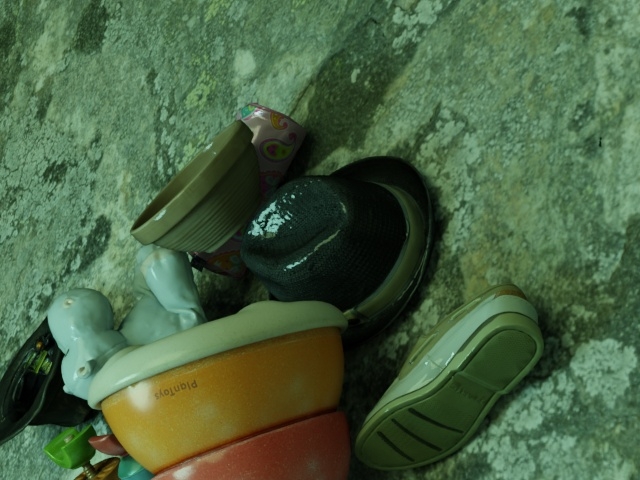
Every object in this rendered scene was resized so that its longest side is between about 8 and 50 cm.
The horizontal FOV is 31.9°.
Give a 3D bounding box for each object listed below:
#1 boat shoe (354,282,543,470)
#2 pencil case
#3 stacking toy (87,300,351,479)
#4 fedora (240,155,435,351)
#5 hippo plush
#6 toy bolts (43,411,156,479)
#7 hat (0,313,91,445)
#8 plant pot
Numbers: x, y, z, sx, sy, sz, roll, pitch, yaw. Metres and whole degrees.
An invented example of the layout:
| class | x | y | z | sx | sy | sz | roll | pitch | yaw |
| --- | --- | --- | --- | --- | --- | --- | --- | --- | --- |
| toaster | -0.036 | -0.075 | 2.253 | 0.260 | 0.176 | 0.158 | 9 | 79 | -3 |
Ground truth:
| class | x | y | z | sx | sy | sz | roll | pitch | yaw |
| --- | --- | --- | --- | --- | --- | --- | --- | --- | --- |
| boat shoe | 0.157 | 0.173 | 1.388 | 0.302 | 0.113 | 0.103 | -44 | 23 | 27 |
| pencil case | -0.127 | -0.079 | 1.808 | 0.124 | 0.124 | 0.284 | 24 | 89 | 51 |
| stacking toy | -0.073 | 0.340 | 1.423 | 0.350 | 0.350 | 0.480 | -26 | 76 | 38 |
| fedora | 0.000 | 0.000 | 1.602 | 0.334 | 0.152 | 0.334 | -24 | 54 | 39 |
| hippo plush | -0.293 | 0.164 | 1.736 | 0.294 | 0.236 | 0.234 | 66 | 160 | 12 |
| toy bolts | -0.301 | 0.346 | 1.820 | 0.218 | 0.158 | 0.228 | -39 | 13 | -33 |
| hat | -0.481 | 0.269 | 2.021 | 0.331 | 0.134 | 0.331 | -45 | 25 | 27 |
| plant pot | -0.164 | -0.061 | 1.668 | 0.237 | 0.110 | 0.237 | -43 | 14 | 13 |
